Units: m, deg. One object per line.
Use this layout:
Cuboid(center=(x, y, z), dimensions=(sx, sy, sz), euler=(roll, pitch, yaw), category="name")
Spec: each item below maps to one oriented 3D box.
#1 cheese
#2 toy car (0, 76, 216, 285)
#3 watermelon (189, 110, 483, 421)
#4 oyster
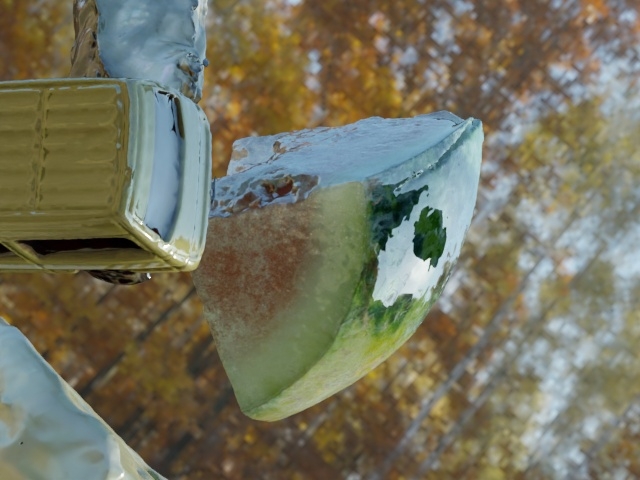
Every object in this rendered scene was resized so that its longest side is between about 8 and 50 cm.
Cuboid(center=(-0.166, 0.200, 1.050), dimensions=(0.326, 0.115, 0.318), euler=(46, -9, -6), category="cheese")
Cuboid(center=(-0.192, -0.034, 0.782), dimensions=(0.257, 0.101, 0.124), euler=(-1, -13, 16), category="toy car")
Cuboid(center=(0.000, 0.000, 1.243), dimensions=(0.232, 0.310, 0.193), euler=(37, 22, -2), category="watermelon")
Cuboid(center=(-0.142, -0.139, 1.106), dimensions=(0.110, 0.341, 0.166), euler=(6, -30, -7), category="oyster")
